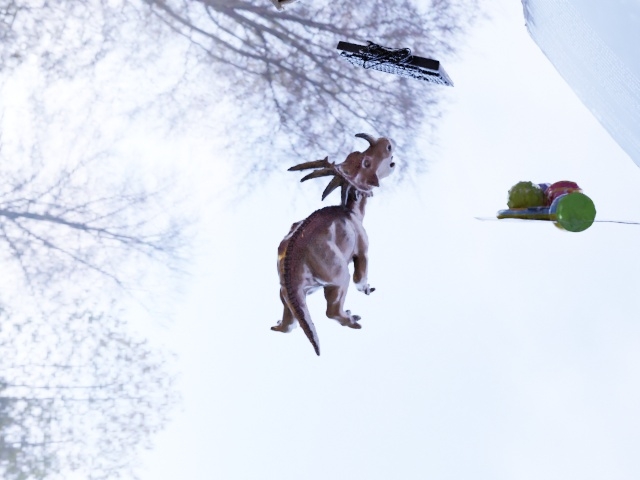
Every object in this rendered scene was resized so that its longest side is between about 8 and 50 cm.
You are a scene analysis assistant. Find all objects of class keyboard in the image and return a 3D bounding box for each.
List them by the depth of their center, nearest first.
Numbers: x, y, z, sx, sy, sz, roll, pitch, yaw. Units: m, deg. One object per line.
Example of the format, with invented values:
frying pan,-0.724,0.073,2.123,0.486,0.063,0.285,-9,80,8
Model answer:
keyboard,0.099,-0.258,1.210,0.192,0.100,0.038,20,-98,35

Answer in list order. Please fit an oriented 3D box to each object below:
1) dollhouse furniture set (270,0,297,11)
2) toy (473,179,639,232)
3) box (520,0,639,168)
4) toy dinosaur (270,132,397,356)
dollhouse furniture set,-0.023,-0.442,1.120,0.129,0.129,0.184,-7,-126,36
toy,0.269,-0.044,0.957,0.136,0.237,0.056,2,-84,1
box,0.461,-0.356,0.818,0.479,0.471,0.297,-36,-109,10
toy dinosaur,0.000,0.000,1.031,0.127,0.296,0.200,9,-49,18
